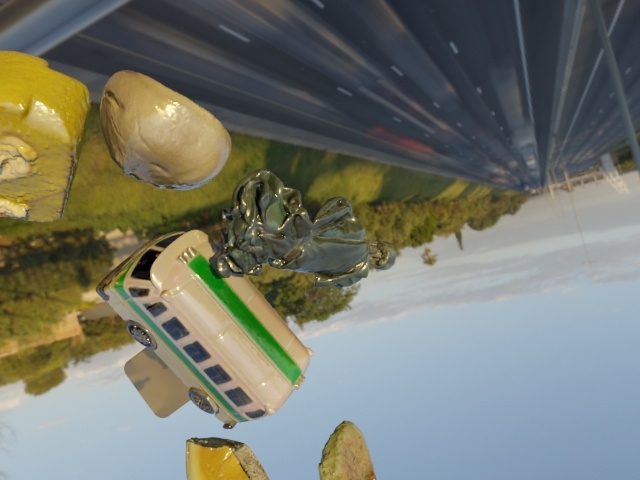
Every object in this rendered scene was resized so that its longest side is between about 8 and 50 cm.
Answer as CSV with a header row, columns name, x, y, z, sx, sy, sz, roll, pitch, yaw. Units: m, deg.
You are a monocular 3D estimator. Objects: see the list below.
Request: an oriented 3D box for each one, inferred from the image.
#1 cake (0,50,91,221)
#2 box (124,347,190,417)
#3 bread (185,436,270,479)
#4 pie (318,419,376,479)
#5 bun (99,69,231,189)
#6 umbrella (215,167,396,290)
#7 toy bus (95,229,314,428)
name,x,y,z,sx,sy,sz,roll,pitch,yaw
cake,-0.449,-0.147,0.707,0.179,0.156,0.260,14,140,-27
box,-0.461,0.401,1.432,0.144,0.201,0.090,-38,179,1
bread,-0.253,0.618,1.272,0.156,0.261,0.158,-41,162,-6
pie,0.078,0.653,1.350,0.078,0.277,0.277,-21,176,25
bun,-0.204,-0.124,0.609,0.166,0.114,0.173,31,172,-26
umbrella,-0.003,0.001,0.719,0.348,0.094,0.143,10,118,-48
toy bus,-0.163,0.126,0.724,0.179,0.305,0.143,-24,-161,47
